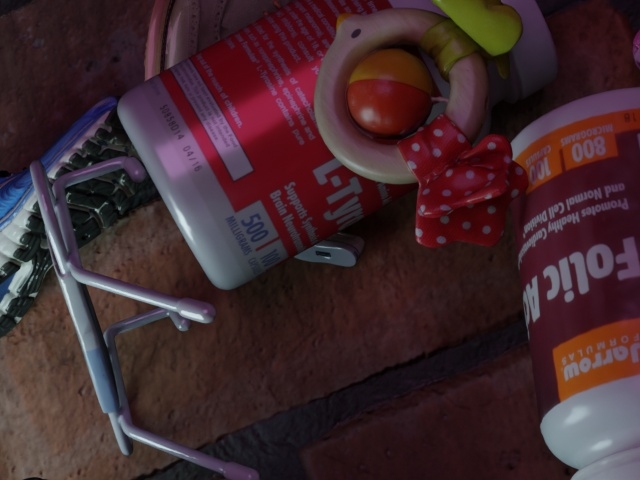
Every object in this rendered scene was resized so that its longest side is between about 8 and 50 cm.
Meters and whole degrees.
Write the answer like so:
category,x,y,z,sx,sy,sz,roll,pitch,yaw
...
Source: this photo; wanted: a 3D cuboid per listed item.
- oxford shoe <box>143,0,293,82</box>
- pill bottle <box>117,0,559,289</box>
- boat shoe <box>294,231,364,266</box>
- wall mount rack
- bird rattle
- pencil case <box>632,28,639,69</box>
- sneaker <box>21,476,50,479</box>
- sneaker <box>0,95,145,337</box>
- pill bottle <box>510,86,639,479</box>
category,x,y,z,sx,sy,sz,roll,pitch,yaw
oxford shoe,-0.104,-0.247,1.850,0.147,0.140,0.397,10,80,4
pill bottle,0.022,-0.139,1.690,0.408,0.229,0.229,-29,61,-2
boat shoe,0.000,0.000,1.766,0.100,0.035,0.035,10,45,27
wall mount rack,-0.172,0.083,1.624,0.131,0.350,0.304,-18,36,-6
bird rattle,0.095,-0.122,1.531,0.207,0.143,0.253,7,91,22
pencil case,0.382,-0.258,1.700,0.098,0.095,0.209,23,73,-9
sneaker,-0.129,0.308,1.551,0.448,0.257,0.169,-12,65,15
sneaker,-0.329,-0.043,1.839,0.330,0.130,0.147,-45,57,7
pill bottle,0.297,0.081,1.510,0.224,0.224,0.392,-12,64,15
